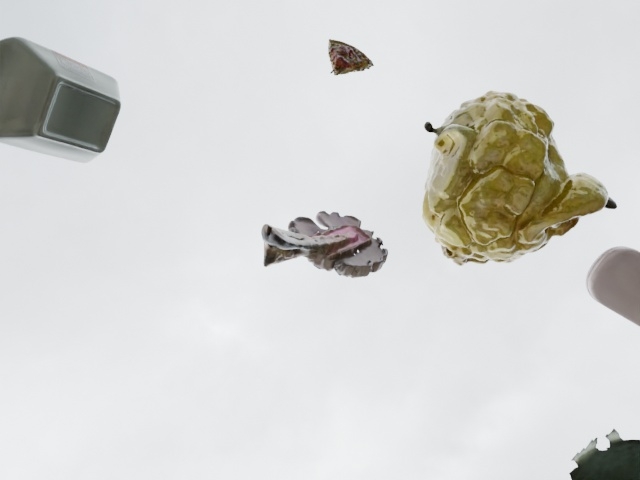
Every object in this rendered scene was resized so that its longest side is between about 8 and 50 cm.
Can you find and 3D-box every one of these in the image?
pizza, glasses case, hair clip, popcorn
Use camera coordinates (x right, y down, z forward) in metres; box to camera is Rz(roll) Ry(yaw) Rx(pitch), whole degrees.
[{"bbox_3d":[0.066,-0.381,1.134,0.100,0.100,0.029,4,-29,-13],"label":"pizza"},{"bbox_3d":[0.609,0.116,0.944,0.297,0.075,0.113,31,-76,3],"label":"glasses case"},{"bbox_3d":[-0.005,0.006,0.896,0.300,0.173,0.069,-3,-52,-57],"label":"hair clip"},{"bbox_3d":[0.368,-0.112,1.057,0.382,0.349,0.348,14,-71,1],"label":"popcorn"}]

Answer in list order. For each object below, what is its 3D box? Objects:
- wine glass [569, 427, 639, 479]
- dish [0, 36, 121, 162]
[{"bbox_3d":[0.362,0.309,0.434,0.323,0.238,0.237,32,-85,-4],"label":"wine glass"},{"bbox_3d":[-0.392,-0.197,0.806,0.234,0.064,0.153,10,-76,-63],"label":"dish"}]
